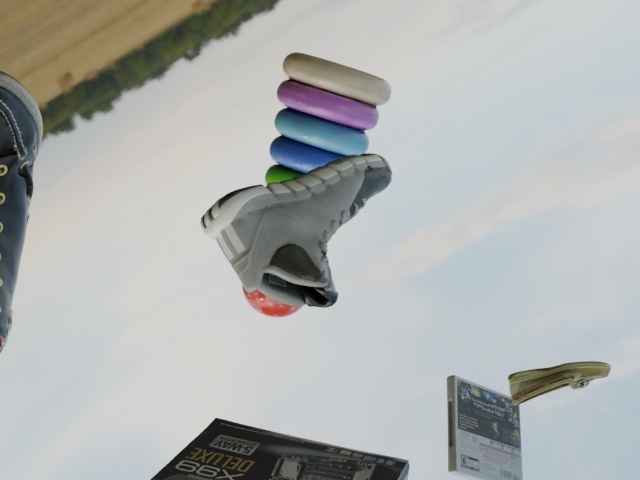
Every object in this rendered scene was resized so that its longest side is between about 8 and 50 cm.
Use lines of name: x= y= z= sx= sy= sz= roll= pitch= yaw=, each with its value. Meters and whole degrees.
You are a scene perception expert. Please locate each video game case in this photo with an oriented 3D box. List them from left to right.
video game case: x=0.292 y=0.344 z=1.901 sx=0.022 sy=0.190 sz=0.173 roll=-23 pitch=-125 yaw=42

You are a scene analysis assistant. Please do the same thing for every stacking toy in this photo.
stacking toy: x=-0.024 y=-0.062 z=1.358 sx=0.141 sy=0.141 sz=0.330 roll=-128 pitch=-125 yaw=-76

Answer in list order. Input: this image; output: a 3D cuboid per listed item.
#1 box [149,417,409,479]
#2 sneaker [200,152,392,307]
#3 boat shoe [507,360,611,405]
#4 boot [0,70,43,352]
box: x=-0.058 y=0.352 z=1.470 sx=0.308 sy=0.076 sz=0.242 roll=9 pitch=-164 yaw=18
sneaker: x=0.000 y=0.000 z=1.063 sx=0.229 sy=0.132 sz=0.086 roll=-20 pitch=165 yaw=-35
boat shoe: x=0.358 y=0.212 z=1.601 sx=0.153 sy=0.048 sz=0.056 roll=-11 pitch=162 yaw=14
boot: x=-0.460 y=-0.024 z=1.427 sx=0.377 sy=0.138 sz=0.284 roll=116 pitch=-21 yaw=-57
